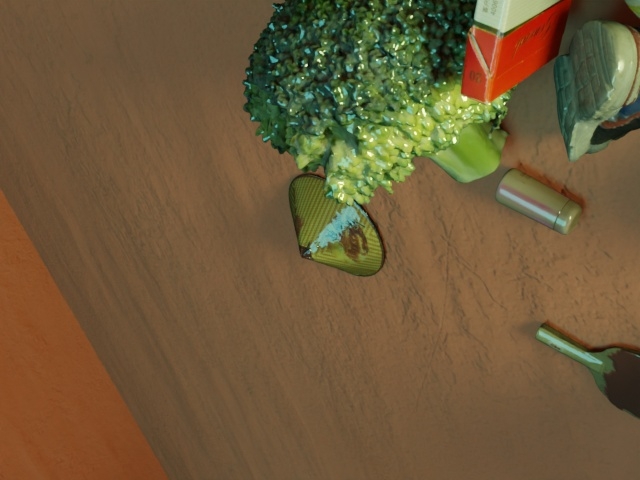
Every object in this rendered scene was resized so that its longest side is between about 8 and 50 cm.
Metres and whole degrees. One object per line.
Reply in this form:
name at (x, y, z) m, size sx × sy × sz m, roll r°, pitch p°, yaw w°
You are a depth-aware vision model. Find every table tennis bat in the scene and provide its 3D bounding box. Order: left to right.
table tennis bat at (0.383, 0.174, 1.295) m, size 0.234 × 0.022 × 0.131 m, roll 30°, pitch 147°, yaw 26°

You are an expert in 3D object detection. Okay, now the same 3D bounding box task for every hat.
hat at (0.000, 0.000, 1.525) m, size 0.193 × 0.082 × 0.193 m, roll 33°, pitch 149°, yaw 23°

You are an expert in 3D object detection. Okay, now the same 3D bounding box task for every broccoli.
broccoli at (0.051, -0.154, 1.094) m, size 0.375 × 0.249 × 0.302 m, roll -6°, pitch 119°, yaw 49°

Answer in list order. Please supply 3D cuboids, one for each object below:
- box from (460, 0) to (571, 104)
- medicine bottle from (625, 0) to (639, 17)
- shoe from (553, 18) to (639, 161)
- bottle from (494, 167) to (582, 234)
box at (0.186, -0.249, 0.863) m, size 0.035 × 0.139 × 0.245 m, roll 30°, pitch 135°, yaw 26°
medicine bottle at (0.303, -0.218, 0.808) m, size 0.212 × 0.122 × 0.122 m, roll 55°, pitch 150°, yaw -15°
shoe at (0.295, -0.148, 0.960) m, size 0.227 × 0.126 × 0.099 m, roll 77°, pitch -177°, yaw -79°
bottle at (0.253, -0.045, 1.170) m, size 0.096 × 0.045 × 0.045 m, roll 30°, pitch 147°, yaw 24°
